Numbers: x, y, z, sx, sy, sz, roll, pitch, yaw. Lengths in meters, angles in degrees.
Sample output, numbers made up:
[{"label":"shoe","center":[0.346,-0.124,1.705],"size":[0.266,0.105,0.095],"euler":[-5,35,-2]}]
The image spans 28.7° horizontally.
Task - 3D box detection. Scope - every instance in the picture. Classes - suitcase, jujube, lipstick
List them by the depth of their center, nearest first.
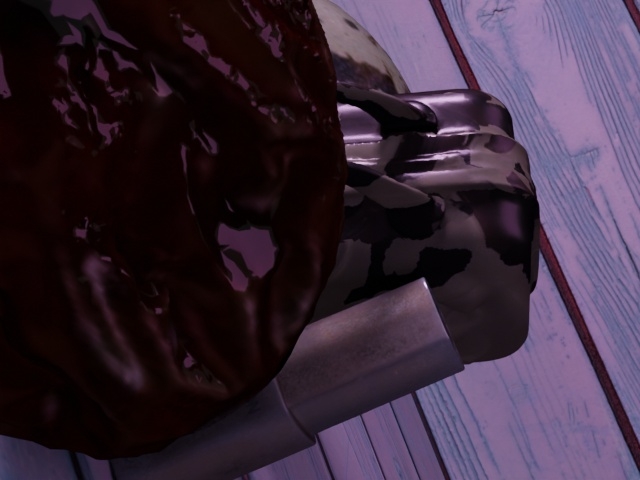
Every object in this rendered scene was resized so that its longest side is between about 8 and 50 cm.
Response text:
[{"label":"jujube","center":[-0.146,-0.082,0.554],"size":[0.377,0.276,0.276],"euler":[57,11,-36]},{"label":"lipstick","center":[-0.027,0.108,0.896],"size":[0.077,0.253,0.079],"euler":[56,11,-56]},{"label":"suitcase","center":[0.000,0.000,1.010],"size":[0.339,0.352,0.194],"euler":[73,14,-64]}]

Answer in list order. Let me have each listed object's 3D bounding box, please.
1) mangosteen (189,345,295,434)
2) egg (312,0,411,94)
[{"label":"mangosteen","center":[-0.107,0.026,0.795],"size":[0.210,0.210,0.210],"euler":[-23,90,-83]},{"label":"egg","center":[-0.044,-0.116,1.348],"size":[0.379,0.287,0.287],"euler":[57,2,29]}]
